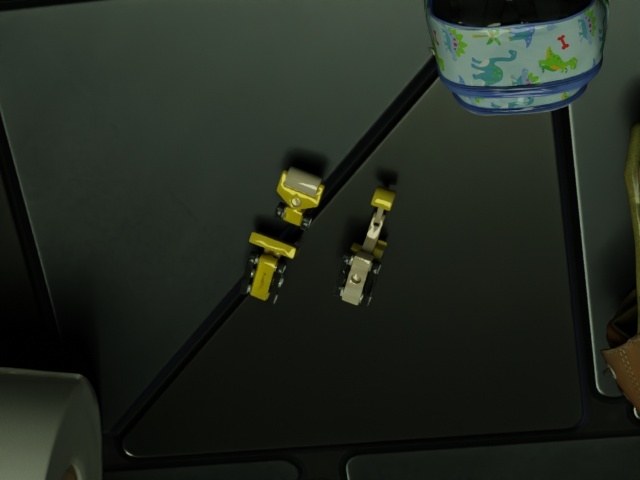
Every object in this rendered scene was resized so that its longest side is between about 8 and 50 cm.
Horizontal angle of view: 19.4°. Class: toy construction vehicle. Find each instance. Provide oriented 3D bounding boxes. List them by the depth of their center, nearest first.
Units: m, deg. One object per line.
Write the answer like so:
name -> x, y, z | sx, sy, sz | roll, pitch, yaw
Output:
toy construction vehicle -> 0.000, 0.000, 1.187 | 0.086, 0.035, 0.098 | 18, 119, 8

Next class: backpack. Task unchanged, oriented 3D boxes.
backpack -> 0.111, -0.118, 1.052 | 0.105, 0.114, 0.084 | -4, 120, 8

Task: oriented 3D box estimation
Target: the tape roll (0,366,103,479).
tape roll -> -0.245, 0.202, 1.209 | 0.169, 0.246, 0.246 | 4, 121, 4

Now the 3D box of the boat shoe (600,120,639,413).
boat shoe -> 0.227, 0.062, 1.161 | 0.104, 0.111, 0.307 | 4, 111, 8
